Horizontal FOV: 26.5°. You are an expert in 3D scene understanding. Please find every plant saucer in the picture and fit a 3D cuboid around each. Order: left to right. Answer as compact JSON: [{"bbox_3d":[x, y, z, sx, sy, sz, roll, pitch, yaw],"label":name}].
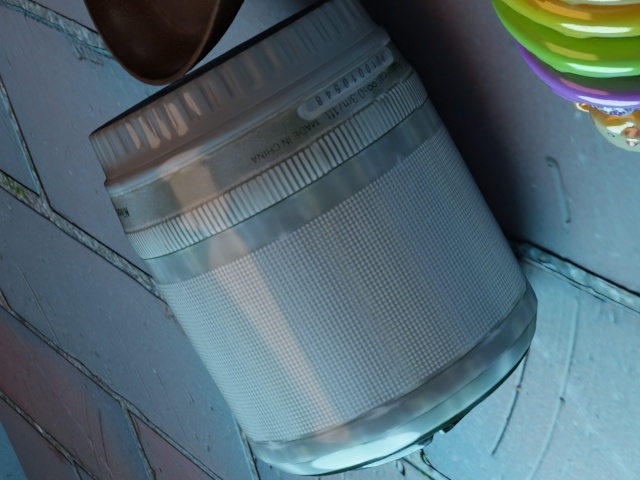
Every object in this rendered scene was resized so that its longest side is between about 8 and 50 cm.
[{"bbox_3d":[-0.107,-0.259,0.893,0.310,0.050,0.311,33,128,56],"label":"plant saucer"}]

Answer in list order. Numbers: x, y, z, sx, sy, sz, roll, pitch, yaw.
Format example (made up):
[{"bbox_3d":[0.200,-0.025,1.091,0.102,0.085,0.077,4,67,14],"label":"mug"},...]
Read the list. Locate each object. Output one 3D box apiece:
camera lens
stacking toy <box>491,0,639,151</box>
[{"bbox_3d":[0.000,0.000,0.907,0.274,0.219,0.219,61,154,-10],"label":"camera lens"},{"bbox_3d":[0.128,-0.123,0.580,0.175,0.166,0.302,6,153,19],"label":"stacking toy"}]
